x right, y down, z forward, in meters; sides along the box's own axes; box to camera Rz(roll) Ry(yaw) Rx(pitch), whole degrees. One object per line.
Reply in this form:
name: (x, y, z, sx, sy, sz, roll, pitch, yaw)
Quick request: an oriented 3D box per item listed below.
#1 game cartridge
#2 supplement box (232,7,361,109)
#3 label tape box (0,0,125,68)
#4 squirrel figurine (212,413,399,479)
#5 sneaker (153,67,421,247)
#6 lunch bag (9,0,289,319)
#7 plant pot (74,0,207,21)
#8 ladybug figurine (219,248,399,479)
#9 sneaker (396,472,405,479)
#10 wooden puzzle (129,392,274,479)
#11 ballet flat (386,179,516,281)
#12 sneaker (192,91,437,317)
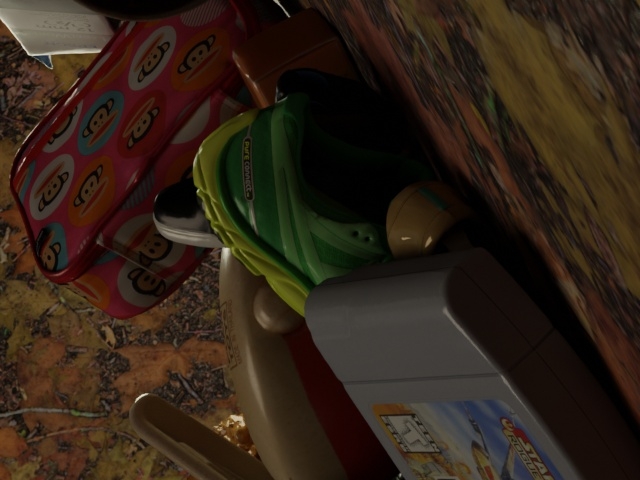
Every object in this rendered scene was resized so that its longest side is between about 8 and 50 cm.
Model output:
game cartridge: (0.123, 0.141, 1.152, 0.297, 0.062, 0.198, 56, 156, -12)
supplement box: (0.020, -0.059, 1.438, 0.233, 0.080, 0.078, 63, 177, -30)
label tape box: (-0.224, -0.309, 1.684, 0.348, 0.115, 0.249, 68, -154, -82)
squirrel figurine: (-0.008, 0.258, 2.111, 0.281, 0.397, 0.370, 10, -119, -56)
sneaker: (-0.034, -0.067, 1.334, 0.079, 0.217, 0.121, -68, -34, -49)
lunch bag: (-0.140, -0.102, 1.608, 0.120, 0.293, 0.258, 33, -165, -33)
plant pot: (-0.135, -0.264, 1.356, 0.167, 0.167, 0.165, 61, -176, -25)
ladybug figurine: (0.018, 0.094, 1.696, 0.449, 0.162, 0.305, 47, -148, -79)
sneaker: (0.132, 0.230, 1.791, 0.086, 0.132, 0.229, 59, 177, 12)
wooden puzzle: (-0.008, 0.306, 1.730, 0.348, 0.080, 0.322, 36, 177, 42)
ballet flat: (0.110, 0.068, 1.209, 0.232, 0.080, 0.073, 60, 165, -24)
sneaker: (0.048, 0.017, 1.254, 0.295, 0.123, 0.109, 40, -149, -19)
